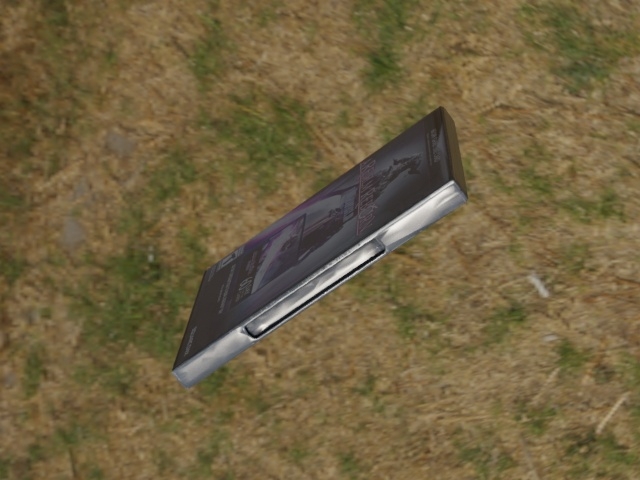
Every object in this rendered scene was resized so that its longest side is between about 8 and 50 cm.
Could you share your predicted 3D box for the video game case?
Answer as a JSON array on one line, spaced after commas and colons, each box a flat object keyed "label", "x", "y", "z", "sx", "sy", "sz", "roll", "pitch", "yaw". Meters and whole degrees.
[{"label": "video game case", "x": 0.000, "y": 0.000, "z": 0.997, "sx": 0.274, "sy": 0.196, "sz": 0.026, "roll": -35, "pitch": 107, "yaw": 16}]
